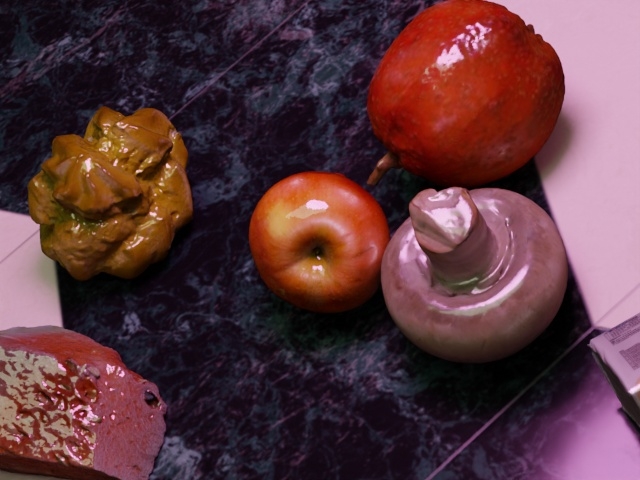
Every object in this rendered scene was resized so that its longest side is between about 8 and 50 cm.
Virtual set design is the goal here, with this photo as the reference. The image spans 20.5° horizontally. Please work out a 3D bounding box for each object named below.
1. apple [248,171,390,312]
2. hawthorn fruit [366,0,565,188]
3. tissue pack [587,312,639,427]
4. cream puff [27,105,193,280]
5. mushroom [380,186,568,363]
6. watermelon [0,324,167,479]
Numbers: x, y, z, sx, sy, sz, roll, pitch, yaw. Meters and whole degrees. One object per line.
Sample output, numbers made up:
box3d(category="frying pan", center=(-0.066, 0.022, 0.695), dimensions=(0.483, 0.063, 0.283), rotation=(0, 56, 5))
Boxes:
box3d(category="apple", center=(0.000, 0.000, 1.962), dimensions=(0.163, 0.163, 0.139), rotation=(-18, 13, 11))
box3d(category="hawthorn fruit", center=(0.148, -0.149, 1.991), dimensions=(0.253, 0.205, 0.205), rotation=(-48, 50, -1))
box3d(category="tissue pack", center=(0.404, 0.120, 1.715), dimensions=(0.229, 0.145, 0.159), rotation=(-29, 16, 1))
box3d(category="cream puff", center=(-0.250, -0.062, 2.116), dimensions=(0.194, 0.195, 0.221), rotation=(22, 70, 36))
box3d(category="mushroom", center=(0.153, 0.020, 1.850), dimensions=(0.204, 0.204, 0.204), rotation=(-13, 51, 16))
box3d(category="watermelon", center=(-0.290, 0.190, 1.994), dimensions=(0.256, 0.140, 0.193), rotation=(20, 73, 26))
